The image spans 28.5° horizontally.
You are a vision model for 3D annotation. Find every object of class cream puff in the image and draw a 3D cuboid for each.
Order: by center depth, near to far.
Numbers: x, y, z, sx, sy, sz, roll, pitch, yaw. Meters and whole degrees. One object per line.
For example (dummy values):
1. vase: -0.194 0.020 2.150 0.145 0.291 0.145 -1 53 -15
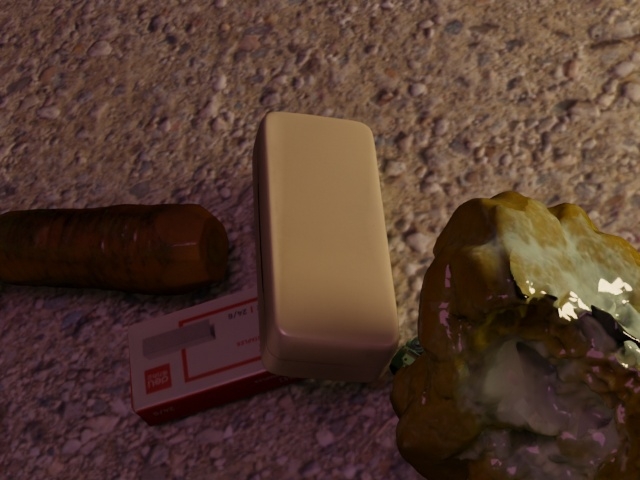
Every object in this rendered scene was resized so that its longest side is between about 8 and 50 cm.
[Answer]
1. cream puff: 0.209 0.122 1.210 0.323 0.270 0.274 42 37 1

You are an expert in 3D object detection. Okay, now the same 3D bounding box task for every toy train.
1. toy train: 0.119 0.138 1.356 0.083 0.033 0.053 31 77 34

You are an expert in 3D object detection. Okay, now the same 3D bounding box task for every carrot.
1. carrot: -0.257 0.011 1.542 0.302 0.114 0.114 0 57 25

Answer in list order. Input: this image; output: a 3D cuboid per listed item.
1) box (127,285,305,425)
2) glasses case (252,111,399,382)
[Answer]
1. box: -0.106 0.123 1.441 0.229 0.050 0.123 -17 53 9
2. glasses case: 0.000 0.000 1.424 0.144 0.076 0.336 7 49 -13
